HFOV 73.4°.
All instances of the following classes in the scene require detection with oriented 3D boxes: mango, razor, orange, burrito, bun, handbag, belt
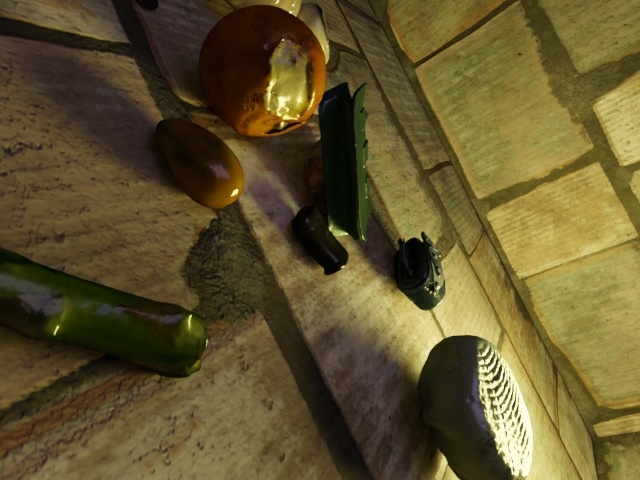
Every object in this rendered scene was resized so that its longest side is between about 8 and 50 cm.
[{"bbox_3d":[-0.187,-0.126,0.683,0.111,0.089,0.163,-12,68,-58],"label":"mango"},{"bbox_3d":[0.000,0.000,0.902,0.148,0.054,0.090,54,31,-17],"label":"razor"},{"bbox_3d":[-0.107,-0.310,0.807,0.240,0.239,0.240,37,39,-37],"label":"orange"},{"bbox_3d":[0.007,-0.203,1.058,0.226,0.060,0.087,-65,167,-54],"label":"burrito"},{"bbox_3d":[-0.048,-0.563,1.200,0.173,0.119,0.173,165,-90,-84],"label":"bun"},{"bbox_3d":[0.065,-0.181,0.989,0.238,0.089,0.327,-62,149,-59],"label":"handbag"},{"bbox_3d":[0.341,0.385,0.985,0.354,0.194,0.355,35,43,-40],"label":"bun"},{"bbox_3d":[0.263,0.079,1.179,0.128,0.122,0.218,44,28,-25],"label":"belt"}]

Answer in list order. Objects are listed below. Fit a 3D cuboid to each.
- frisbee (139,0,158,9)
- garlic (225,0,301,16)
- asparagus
[{"bbox_3d":[-0.384,-0.525,0.771,0.210,0.012,0.188,26,46,-46],"label":"frisbee"},{"bbox_3d":[-0.164,-0.668,1.034,0.321,0.240,0.323,8,78,-42],"label":"garlic"},{"bbox_3d":[-0.244,0.076,0.447,0.343,0.085,0.082,35,64,-42],"label":"asparagus"}]
